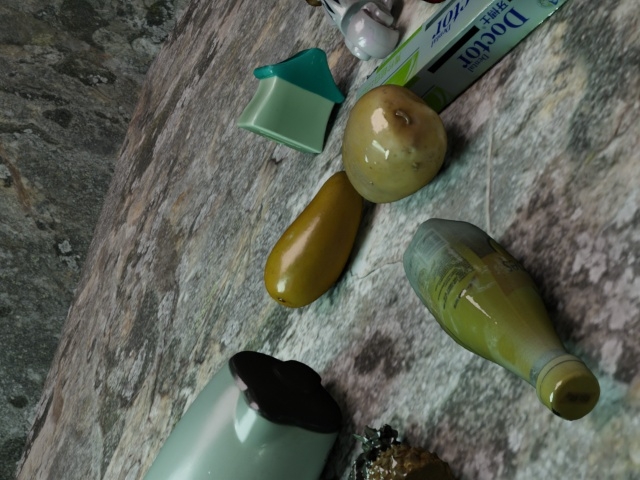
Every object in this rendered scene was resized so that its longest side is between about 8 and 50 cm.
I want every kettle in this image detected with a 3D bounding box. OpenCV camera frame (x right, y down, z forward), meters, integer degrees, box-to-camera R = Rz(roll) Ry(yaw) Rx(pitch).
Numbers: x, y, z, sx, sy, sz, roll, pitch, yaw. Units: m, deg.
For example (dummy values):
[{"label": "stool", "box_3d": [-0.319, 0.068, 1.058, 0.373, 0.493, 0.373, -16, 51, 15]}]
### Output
[{"label": "kettle", "box_3d": [-0.080, 0.234, 1.044, 0.236, 0.161, 0.221, -60, -11, 12]}]

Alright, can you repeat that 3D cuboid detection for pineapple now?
[{"label": "pineapple", "box_3d": [0.062, 0.196, 0.829, 0.074, 0.074, 0.159, -66, 14, -3]}]

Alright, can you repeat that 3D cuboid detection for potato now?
[{"label": "potato", "box_3d": [0.078, -0.106, 1.076, 0.109, 0.118, 0.178, -34, -3, -16]}]

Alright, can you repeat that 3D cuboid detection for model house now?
[{"label": "model house", "box_3d": [-0.040, -0.219, 1.485, 0.149, 0.127, 0.100, -69, 20, 0]}]

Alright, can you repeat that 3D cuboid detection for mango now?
[{"label": "mango", "box_3d": [0.000, 0.000, 1.196, 0.184, 0.085, 0.102, -56, 15, -4]}]

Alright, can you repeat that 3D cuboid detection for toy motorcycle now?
[{"label": "toy motorcycle", "box_3d": [0.047, -0.335, 1.424, 0.112, 0.112, 0.254, -57, 22, 22]}]

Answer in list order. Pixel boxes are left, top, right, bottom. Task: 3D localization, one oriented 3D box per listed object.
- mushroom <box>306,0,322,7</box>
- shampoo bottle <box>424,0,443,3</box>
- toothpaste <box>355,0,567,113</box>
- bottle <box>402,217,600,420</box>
[{"label": "mushroom", "box_3d": [0.007, -0.474, 1.731, 0.109, 0.085, 0.126, -43, -8, -27]}, {"label": "shampoo bottle", "box_3d": [0.131, -0.387, 1.335, 0.102, 0.064, 0.260, -64, 18, 15]}, {"label": "toothpaste", "box_3d": [0.146, -0.214, 1.091, 0.336, 0.067, 0.081, -40, 35, 51]}, {"label": "bottle", "box_3d": [0.139, 0.058, 0.767, 0.083, 0.083, 0.270, -61, 24, 13]}]
